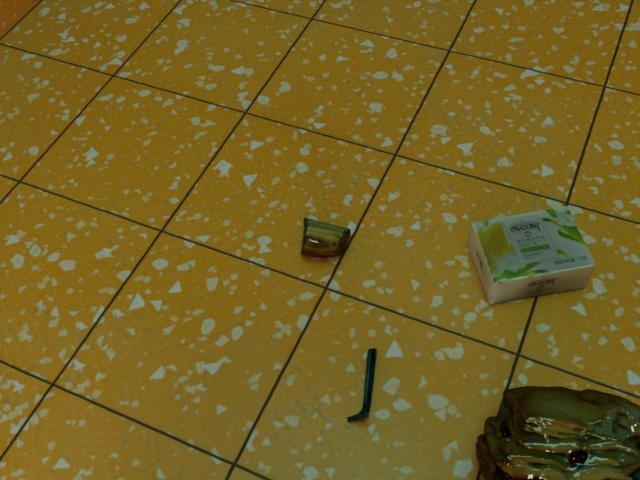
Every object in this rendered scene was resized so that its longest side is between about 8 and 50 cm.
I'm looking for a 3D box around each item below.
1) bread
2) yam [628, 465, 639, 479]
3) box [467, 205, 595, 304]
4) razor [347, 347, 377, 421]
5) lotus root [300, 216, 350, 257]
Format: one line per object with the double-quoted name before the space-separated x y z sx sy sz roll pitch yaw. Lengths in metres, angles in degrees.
"bread" 0.500 0.390 1.440 0.370 0.314 0.191 -6 92 3
"yam" 0.725 0.470 1.516 0.169 0.068 0.068 -32 58 -18
"box" 0.524 0.036 1.827 0.260 0.111 0.194 -12 53 -2
"razor" 0.109 0.336 1.689 0.066 0.033 0.190 -26 37 39
"lotus root" 0.004 -0.002 1.914 0.135 0.095 0.159 12 15 7
